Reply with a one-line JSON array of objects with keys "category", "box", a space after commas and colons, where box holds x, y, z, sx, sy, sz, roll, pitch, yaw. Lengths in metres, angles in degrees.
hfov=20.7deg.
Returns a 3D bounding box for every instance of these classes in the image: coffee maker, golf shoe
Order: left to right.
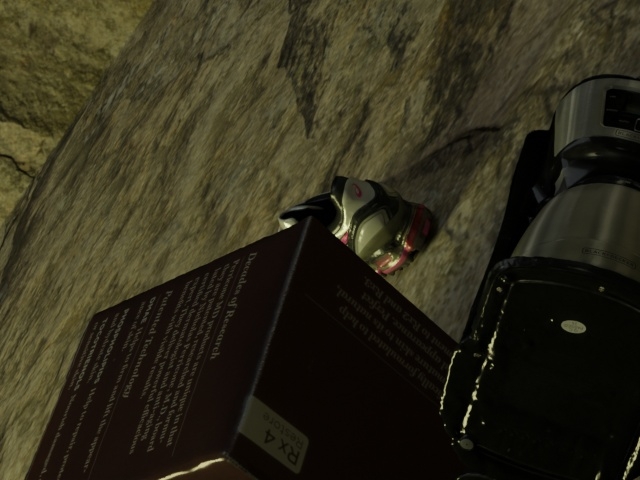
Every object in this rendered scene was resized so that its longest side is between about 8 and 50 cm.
[{"category": "golf shoe", "box": [0.000, 0.000, 1.278, 0.186, 0.086, 0.067, -35, 30, 51]}, {"category": "coffee maker", "box": [0.120, 0.028, 0.843, 0.171, 0.120, 0.178, -47, 9, 36]}]

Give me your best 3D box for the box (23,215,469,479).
[{"category": "box", "box": [-0.039, 0.124, 1.008, 0.203, 0.168, 0.167, -24, 35, 40]}]
